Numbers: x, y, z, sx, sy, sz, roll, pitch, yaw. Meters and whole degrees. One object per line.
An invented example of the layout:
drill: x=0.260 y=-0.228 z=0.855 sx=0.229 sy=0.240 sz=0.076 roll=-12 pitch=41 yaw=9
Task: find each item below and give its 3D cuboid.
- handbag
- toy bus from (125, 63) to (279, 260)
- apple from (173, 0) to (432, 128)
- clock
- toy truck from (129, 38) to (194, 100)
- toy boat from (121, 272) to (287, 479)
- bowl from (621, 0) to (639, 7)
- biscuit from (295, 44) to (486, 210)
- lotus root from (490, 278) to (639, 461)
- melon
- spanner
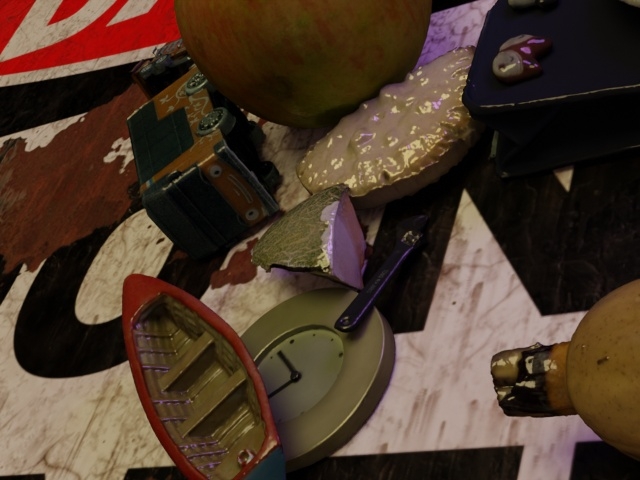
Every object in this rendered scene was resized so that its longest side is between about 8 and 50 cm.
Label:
handbag: x=0.341 y=-0.236 z=1.389 sx=0.329 sy=0.122 sz=0.303 roll=-9 pitch=44 yaw=33
toy bus: x=-0.165 y=-0.110 z=1.675 sx=0.167 sy=0.138 sz=0.275 roll=-35 pitch=33 yaw=7
apple: x=-0.015 y=-0.316 z=1.598 sx=0.339 sy=0.339 sz=0.339 roll=-24 pitch=37 yaw=20
clock: x=-0.024 y=0.153 z=1.350 sx=0.235 sy=0.029 sz=0.235 roll=-24 pitch=38 yaw=21
toy truck: x=-0.202 y=-0.290 z=1.964 sx=0.178 sy=0.080 sz=0.115 roll=-18 pitch=30 yaw=29
toy boat: x=-0.137 y=0.151 z=1.360 sx=0.136 sy=0.079 sz=0.392 roll=-43 pitch=36 yaw=1
bowl: x=0.465 y=-0.429 z=1.261 sx=0.435 sy=0.196 sz=0.435 roll=-18 pitch=32 yaw=12
biscuit: x=0.107 y=-0.129 z=1.501 sx=0.281 sy=0.084 sz=0.179 roll=-36 pitch=34 yaw=1
lotus root: x=0.287 y=0.108 z=0.990 sx=0.310 sy=0.183 sz=0.183 roll=-9 pitch=44 yaw=36
melon: x=-0.001 y=-0.005 z=1.444 sx=0.202 sy=0.093 sz=0.139 roll=15 pitch=75 yaw=57
spanner: x=0.071 y=0.034 z=1.375 sx=0.046 sy=0.012 sz=0.208 roll=5 pitch=41 yaw=34
